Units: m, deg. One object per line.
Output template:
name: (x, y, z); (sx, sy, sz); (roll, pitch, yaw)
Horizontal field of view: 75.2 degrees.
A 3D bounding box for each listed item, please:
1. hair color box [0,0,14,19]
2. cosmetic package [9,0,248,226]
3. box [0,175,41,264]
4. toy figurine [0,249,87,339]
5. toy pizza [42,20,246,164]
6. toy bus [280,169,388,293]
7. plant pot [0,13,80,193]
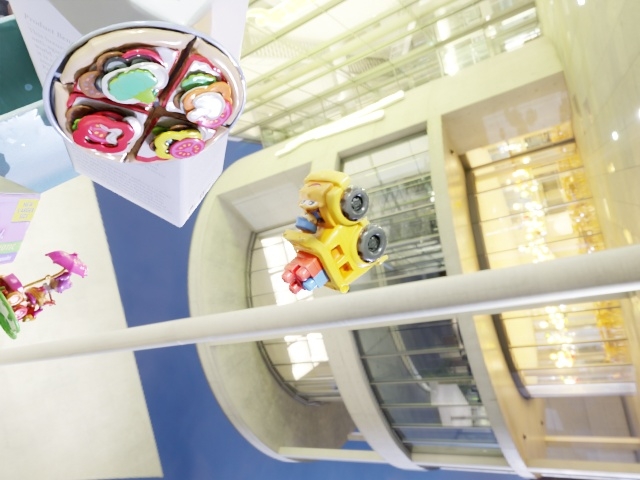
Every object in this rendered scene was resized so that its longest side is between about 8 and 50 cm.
hair color box: (-0.574, -0.504, 0.880); (0.174, 0.347, 0.105); (20, -117, -29)
cosmetic package: (-0.263, -0.226, 0.619); (0.230, 0.453, 0.161); (29, -120, -4)
box: (-0.545, -0.058, 0.513); (0.213, 0.243, 0.117); (-114, 49, -85)
toy figurine: (-0.526, 0.090, 0.790); (0.130, 0.173, 0.159); (39, -136, 15)
toy pizza: (-0.173, -0.136, 0.441); (0.201, 0.201, 0.032); (14, -131, -58)
toy bus: (0.000, 0.000, 0.829); (0.211, 0.149, 0.220); (-40, -60, -23)
plant pot: (-0.589, -0.234, 0.824); (0.248, 0.247, 0.252); (50, 160, 18)
